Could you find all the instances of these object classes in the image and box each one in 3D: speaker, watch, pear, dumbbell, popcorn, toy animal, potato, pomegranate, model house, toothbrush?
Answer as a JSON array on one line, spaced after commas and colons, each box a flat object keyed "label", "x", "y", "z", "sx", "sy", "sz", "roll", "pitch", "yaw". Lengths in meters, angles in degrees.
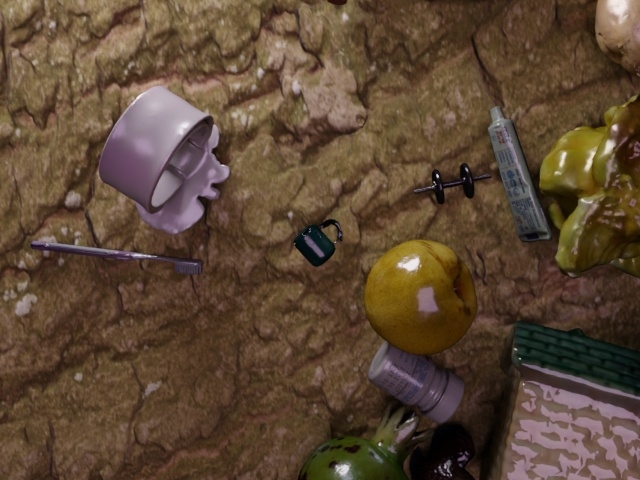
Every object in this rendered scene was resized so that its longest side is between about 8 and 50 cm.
[{"label": "speaker", "x": 0.002, "y": -0.001, "z": 1.025, "sx": 0.094, "sy": 0.060, "sz": 0.075, "roll": -42, "pitch": 95, "yaw": 7}, {"label": "watch", "x": -0.277, "y": -0.130, "z": 0.936, "sx": 0.196, "sy": 0.231, "sz": 0.244, "roll": 31, "pitch": 95, "yaw": -4}, {"label": "pear", "x": 0.176, "y": 0.106, "z": 0.966, "sx": 0.208, "sy": 0.209, "sz": 0.209, "roll": 0, "pitch": 98, "yaw": 3}, {"label": "dumbbell", "x": 0.251, "y": -0.108, "z": 0.995, "sx": 0.147, "sy": 0.069, "sz": 0.070, "roll": -12, "pitch": 97, "yaw": 4}, {"label": "popcorn", "x": 0.529, "y": -0.061, "z": 0.888, "sx": 0.321, "sy": 0.290, "sz": 0.326, "roll": -39, "pitch": 90, "yaw": 16}, {"label": "toy animal", "x": 0.239, "y": 0.467, "z": 1.012, "sx": 0.116, "sy": 0.179, "sz": 0.219, "roll": 17, "pitch": 78, "yaw": 5}, {"label": "potato", "x": 0.562, "y": -0.406, "z": 0.921, "sx": 0.161, "sy": 0.128, "sz": 0.235, "roll": -15, "pitch": 92, "yaw": -11}, {"label": "pomegranate", "x": 0.081, "y": 0.455, "z": 0.998, "sx": 0.242, "sy": 0.242, "sz": 0.306, "roll": 19, "pitch": 94, "yaw": 0}, {"label": "model house", "x": 0.542, "y": 0.320, "z": 0.923, "sx": 0.444, "sy": 0.395, "sz": 0.401, "roll": 10, "pitch": 83, "yaw": 17}, {"label": "toothbrush", "x": -0.415, "y": 0.035, "z": 1.067, "sx": 0.353, "sy": 0.024, "sz": 0.029, "roll": 7, "pitch": 106, "yaw": 1}]

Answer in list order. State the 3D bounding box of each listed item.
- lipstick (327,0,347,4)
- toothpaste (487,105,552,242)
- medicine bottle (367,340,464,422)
[{"label": "lipstick", "x": 0.091, "y": -0.554, "z": 0.946, "sx": 0.068, "sy": 0.061, "sz": 0.274, "roll": 28, "pitch": 97, "yaw": 1}, {"label": "toothpaste", "x": 0.371, "y": -0.124, "z": 0.992, "sx": 0.069, "sy": 0.047, "sz": 0.269, "roll": -16, "pitch": 94, "yaw": 35}, {"label": "medicine bottle", "x": 0.186, "y": 0.273, "z": 1.032, "sx": 0.168, "sy": 0.105, "sz": 0.105, "roll": 32, "pitch": 98, "yaw": -2}]
